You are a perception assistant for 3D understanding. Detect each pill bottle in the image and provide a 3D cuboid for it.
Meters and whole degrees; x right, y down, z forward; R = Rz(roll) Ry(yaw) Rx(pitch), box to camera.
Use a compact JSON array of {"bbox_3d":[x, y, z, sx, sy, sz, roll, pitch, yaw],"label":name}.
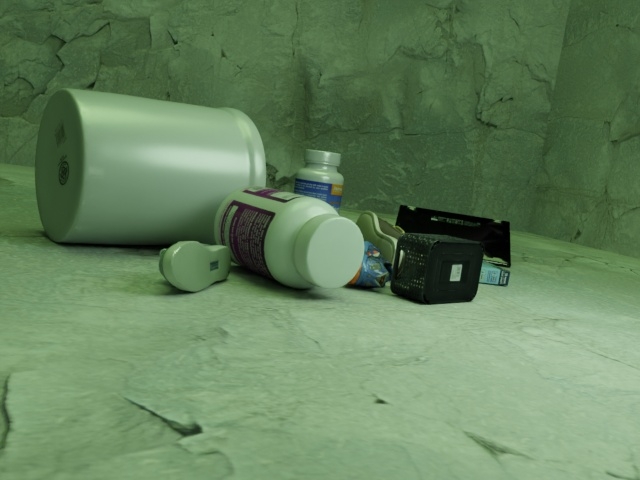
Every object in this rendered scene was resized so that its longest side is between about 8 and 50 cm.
[{"bbox_3d":[-0.009,-0.141,1.971,0.152,0.272,0.152,8,7,-1],"label":"pill bottle"},{"bbox_3d":[-0.060,-0.004,1.178,0.169,0.169,0.301,4,9,-37],"label":"pill bottle"}]

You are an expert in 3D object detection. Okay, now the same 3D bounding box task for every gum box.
[{"bbox_3d":[0.361,0.072,1.612,0.184,0.041,0.157,6,6,-10],"label":"gum box"}]

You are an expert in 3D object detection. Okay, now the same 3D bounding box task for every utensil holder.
[{"bbox_3d":[-0.365,-0.142,1.352,0.385,0.327,0.328,-1,11,-40],"label":"utensil holder"}]

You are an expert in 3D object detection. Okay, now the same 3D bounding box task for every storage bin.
[{"bbox_3d":[0.231,0.054,1.241,0.180,0.122,0.084,2,8,-43],"label":"storage bin"}]

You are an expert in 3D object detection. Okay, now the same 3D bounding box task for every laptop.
[{"bbox_3d":[0.448,0.028,2.222,0.382,0.236,0.408,9,35,9],"label":"laptop"}]

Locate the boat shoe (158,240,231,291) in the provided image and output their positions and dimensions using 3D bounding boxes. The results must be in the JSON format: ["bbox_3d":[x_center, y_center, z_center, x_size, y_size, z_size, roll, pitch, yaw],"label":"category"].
[{"bbox_3d":[-0.219,0.040,1.037,0.081,0.079,0.227,0,0,12],"label":"boat shoe"}]

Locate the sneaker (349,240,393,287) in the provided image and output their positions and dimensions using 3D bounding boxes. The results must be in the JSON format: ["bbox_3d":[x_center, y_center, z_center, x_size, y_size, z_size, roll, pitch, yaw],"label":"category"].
[{"bbox_3d":[0.106,0.059,1.305,0.087,0.083,0.221,21,14,6],"label":"sneaker"}]

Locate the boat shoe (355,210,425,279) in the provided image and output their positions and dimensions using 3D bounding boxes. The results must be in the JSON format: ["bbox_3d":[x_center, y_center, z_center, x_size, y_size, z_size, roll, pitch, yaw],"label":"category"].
[{"bbox_3d":[0.158,0.013,1.514,0.097,0.116,0.324,16,11,-17],"label":"boat shoe"}]
